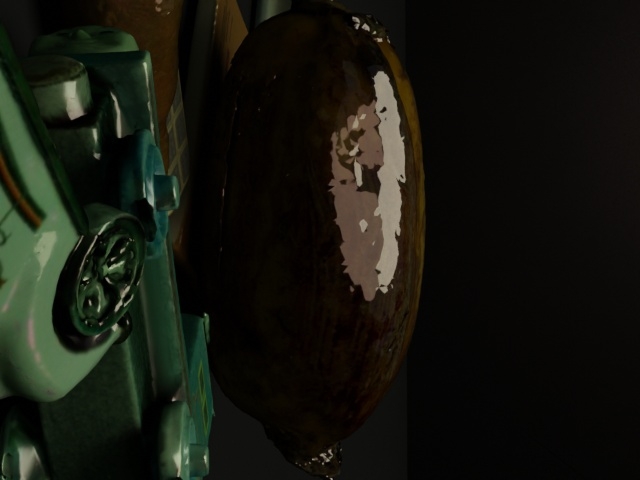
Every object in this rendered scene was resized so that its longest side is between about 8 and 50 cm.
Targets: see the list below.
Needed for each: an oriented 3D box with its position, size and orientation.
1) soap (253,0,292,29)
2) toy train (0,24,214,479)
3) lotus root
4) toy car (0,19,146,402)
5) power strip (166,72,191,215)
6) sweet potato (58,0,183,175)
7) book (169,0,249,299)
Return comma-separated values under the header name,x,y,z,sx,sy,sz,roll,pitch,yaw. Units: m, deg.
name,x,y,z,sx,sy,sz,roll,pitch,yaw
soap,-0.028,-0.229,1.521,0.114,0.063,0.198,68,25,-70
toy train,-0.125,0.027,0.832,0.194,0.120,0.298,-87,173,-65
lotus root,0.000,0.000,1.200,0.196,0.179,0.397,-14,112,-59
toy car,-0.168,-0.031,0.516,0.125,0.136,0.305,-60,156,-27
power strip,-0.121,-0.103,1.081,0.076,0.028,0.168,-73,161,-57
sweet potato,-0.123,-0.145,0.926,0.108,0.079,0.346,-97,-177,-51
book,-0.074,-0.045,1.364,0.389,0.032,0.268,69,25,-65
